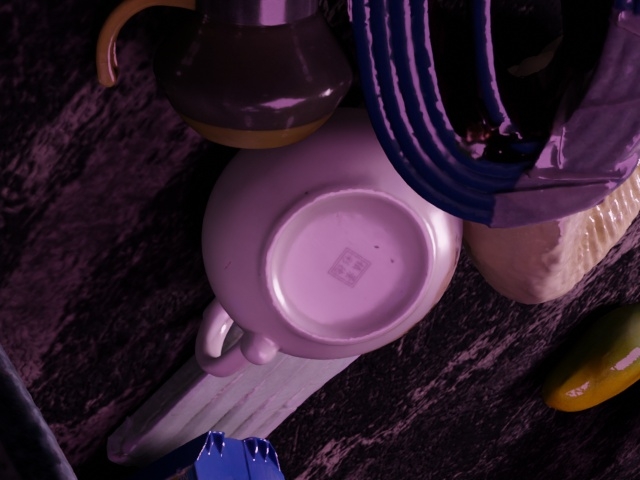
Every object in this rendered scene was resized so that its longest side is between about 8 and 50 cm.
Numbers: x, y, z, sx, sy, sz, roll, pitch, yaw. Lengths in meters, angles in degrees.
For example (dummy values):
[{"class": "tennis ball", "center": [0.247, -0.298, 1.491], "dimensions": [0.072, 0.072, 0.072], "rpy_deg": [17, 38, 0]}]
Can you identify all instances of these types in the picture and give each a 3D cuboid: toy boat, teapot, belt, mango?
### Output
[{"class": "toy boat", "center": [-0.172, 0.278, 1.042], "dimensions": [0.295, 0.088, 0.129], "rpy_deg": [-33, 149, 24]}, {"class": "teapot", "center": [-0.059, -0.129, 0.713], "dimensions": [0.165, 0.130, 0.119], "rpy_deg": [1, 119, -3]}, {"class": "belt", "center": [0.123, -0.184, 0.704], "dimensions": [0.212, 0.117, 0.347], "rpy_deg": [-2, 119, 5]}, {"class": "mango", "center": [0.370, 0.151, 1.449], "dimensions": [0.191, 0.085, 0.122], "rpy_deg": [-39, 157, 14]}, {"class": "teapot", "center": [0.000, 0.000, 0.887], "dimensions": [0.298, 0.139, 0.204], "rpy_deg": [-44, 118, 10]}]

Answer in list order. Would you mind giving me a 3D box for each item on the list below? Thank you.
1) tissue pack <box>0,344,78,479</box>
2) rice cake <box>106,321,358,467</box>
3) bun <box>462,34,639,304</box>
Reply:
[{"class": "tissue pack", "center": [-0.223, 0.133, 0.660], "dimensions": [0.103, 0.316, 0.228], "rpy_deg": [-21, 140, -28]}, {"class": "rice cake", "center": [-0.076, 0.145, 1.053], "dimensions": [0.198, 0.037, 0.189], "rpy_deg": [-48, 144, 12]}, {"class": "bun", "center": [0.196, -0.070, 0.967], "dimensions": [0.259, 0.160, 0.259], "rpy_deg": [-43, 150, -32]}]
